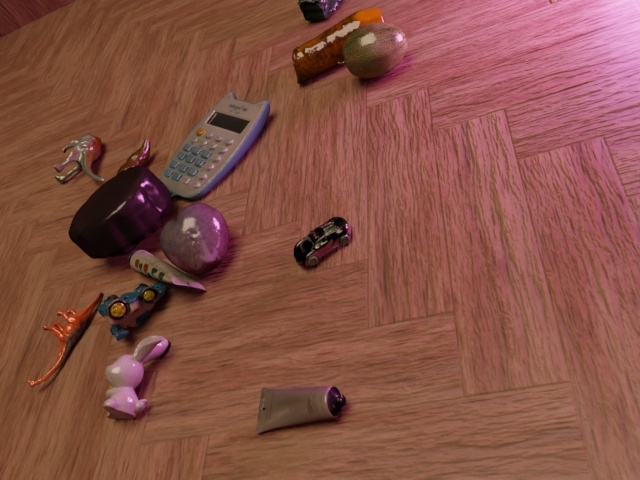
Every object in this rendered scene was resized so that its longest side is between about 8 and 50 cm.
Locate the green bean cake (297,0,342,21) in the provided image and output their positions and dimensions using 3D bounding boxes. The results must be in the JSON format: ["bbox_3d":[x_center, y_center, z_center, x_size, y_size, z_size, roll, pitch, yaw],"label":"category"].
[{"bbox_3d":[0.000,-0.841,1.909,0.107,0.193,0.208,18,66,34],"label":"green bean cake"}]

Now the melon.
[{"bbox_3d":[0.137,-0.507,1.577,0.192,0.139,0.139,-18,47,15],"label":"melon"}]

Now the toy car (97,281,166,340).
[{"bbox_3d":[-0.445,0.165,1.417,0.161,0.098,0.126,-21,12,-26],"label":"toy car"}]

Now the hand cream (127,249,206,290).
[{"bbox_3d":[-0.392,0.077,1.452,0.276,0.095,0.059,18,89,44],"label":"hand cream"}]

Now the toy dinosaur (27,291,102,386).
[{"bbox_3d":[-0.646,0.236,1.483,0.101,0.055,0.279,27,66,19],"label":"toy dinosaur"}]

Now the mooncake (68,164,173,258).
[{"bbox_3d":[-0.537,-0.070,1.600,0.283,0.141,0.283,-27,32,19],"label":"mooncake"}]

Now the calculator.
[{"bbox_3d":[-0.315,-0.270,1.714,0.256,0.054,0.386,24,70,42],"label":"calculator"}]

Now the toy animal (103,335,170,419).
[{"bbox_3d":[-0.407,0.294,1.283,0.127,0.131,0.181,6,59,-4],"label":"toy animal"}]

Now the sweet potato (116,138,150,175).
[{"bbox_3d":[-0.600,-0.197,1.821,0.067,0.067,0.274,12,66,38],"label":"sweet potato"}]

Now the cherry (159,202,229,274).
[{"bbox_3d":[-0.294,-0.003,1.417,0.176,0.140,0.176,-3,77,15],"label":"cherry"}]

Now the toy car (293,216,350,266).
[{"bbox_3d":[0.000,0.000,1.291,0.142,0.055,0.069,-35,40,-1],"label":"toy car"}]

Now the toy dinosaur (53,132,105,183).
[{"bbox_3d":[-0.814,-0.275,1.999,0.205,0.092,0.393,-44,36,-16],"label":"toy dinosaur"}]

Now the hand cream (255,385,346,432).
[{"bbox_3d":[-0.038,0.300,1.068,0.186,0.054,0.087,-15,52,29],"label":"hand cream"}]

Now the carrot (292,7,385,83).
[{"bbox_3d":[0.047,-0.566,1.705,0.302,0.114,0.114,-24,45,13],"label":"carrot"}]
